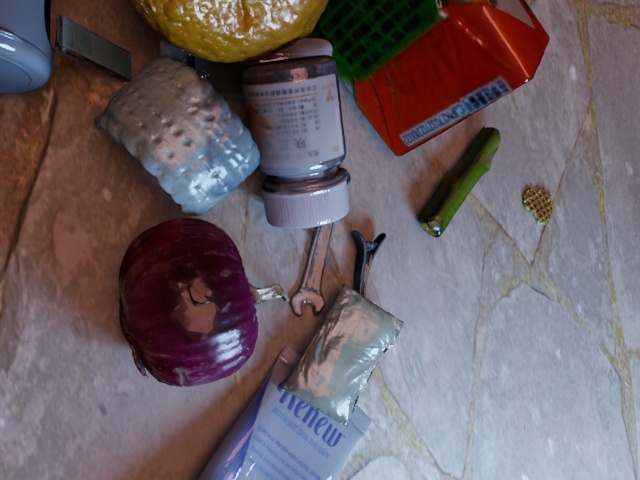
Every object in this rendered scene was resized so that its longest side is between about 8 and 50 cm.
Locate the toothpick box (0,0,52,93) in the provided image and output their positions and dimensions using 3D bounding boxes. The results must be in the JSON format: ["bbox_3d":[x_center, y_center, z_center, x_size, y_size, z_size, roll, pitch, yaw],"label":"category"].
[{"bbox_3d":[-0.510,-0.417,0.876,0.263,0.263,0.354,5,83,-22],"label":"toothpick box"}]

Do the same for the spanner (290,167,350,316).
[{"bbox_3d":[0.000,0.000,1.176,0.071,0.017,0.301,14,82,-17],"label":"spanner"}]

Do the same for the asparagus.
[{"bbox_3d":[0.294,-0.124,1.285,0.067,0.060,0.277,38,72,5],"label":"asparagus"}]

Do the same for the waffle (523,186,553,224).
[{"bbox_3d":[0.489,-0.080,1.382,0.085,0.016,0.078,31,71,-18],"label":"waffle"}]

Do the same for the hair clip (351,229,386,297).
[{"bbox_3d":[0.085,0.096,1.197,0.070,0.039,0.229,5,89,-22],"label":"hair clip"}]

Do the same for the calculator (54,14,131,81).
[{"bbox_3d":[-0.359,-0.303,0.987,0.018,0.172,0.057,-1,88,19],"label":"calculator"}]

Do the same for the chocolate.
[{"bbox_3d":[0.177,-0.372,1.098,0.161,0.360,0.341,-42,99,-32],"label":"chocolate"}]

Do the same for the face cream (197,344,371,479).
[{"bbox_3d":[-0.092,0.418,1.071,0.235,0.137,0.420,44,60,-12],"label":"face cream"}]

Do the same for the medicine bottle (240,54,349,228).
[{"bbox_3d":[-0.038,-0.170,1.058,0.165,0.165,0.273,-15,109,-23],"label":"medicine bottle"}]

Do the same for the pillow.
[{"bbox_3d":[0.046,0.210,1.132,0.148,0.050,0.229,35,72,-10],"label":"pillow"}]

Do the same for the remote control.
[{"bbox_3d":[-0.124,-0.302,1.104,0.313,0.055,0.109,-8,123,-22],"label":"remote control"}]

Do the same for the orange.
[{"bbox_3d":[-0.143,-0.447,0.935,0.341,0.340,0.293,2,53,-22],"label":"orange"}]

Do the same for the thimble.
[{"bbox_3d":[-0.230,-0.167,0.987,0.172,0.205,0.250,-41,83,-9],"label":"thimble"}]

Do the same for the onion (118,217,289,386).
[{"bbox_3d":[-0.203,0.090,0.975,0.272,0.230,0.256,-39,100,-13],"label":"onion"}]
